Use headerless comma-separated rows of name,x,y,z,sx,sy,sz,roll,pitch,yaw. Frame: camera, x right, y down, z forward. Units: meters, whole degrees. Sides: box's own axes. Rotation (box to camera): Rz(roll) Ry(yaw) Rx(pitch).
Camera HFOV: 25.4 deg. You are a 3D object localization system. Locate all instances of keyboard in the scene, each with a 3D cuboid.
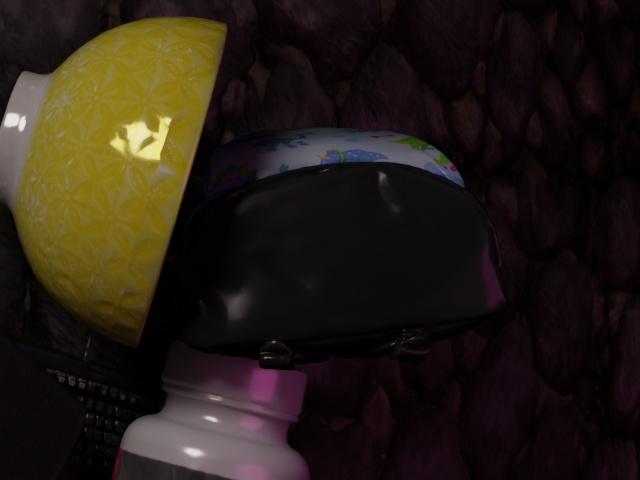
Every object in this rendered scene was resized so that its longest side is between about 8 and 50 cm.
keyboard,-0.213,0.129,1.295,0.317,0.033,0.202,26,68,-51

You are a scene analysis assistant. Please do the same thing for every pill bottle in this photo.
pill bottle,-0.110,0.259,1.278,0.176,0.176,0.319,23,78,-51

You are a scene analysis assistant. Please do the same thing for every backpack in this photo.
backpack,0.000,0.000,1.342,0.355,0.290,0.273,95,-11,-80

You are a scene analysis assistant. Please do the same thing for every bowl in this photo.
bowl,-0.191,-0.067,1.197,0.156,0.289,0.289,16,71,-8

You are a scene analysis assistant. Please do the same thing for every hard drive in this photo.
hard drive,-0.298,0.196,1.133,0.255,0.054,0.172,-58,133,-23
